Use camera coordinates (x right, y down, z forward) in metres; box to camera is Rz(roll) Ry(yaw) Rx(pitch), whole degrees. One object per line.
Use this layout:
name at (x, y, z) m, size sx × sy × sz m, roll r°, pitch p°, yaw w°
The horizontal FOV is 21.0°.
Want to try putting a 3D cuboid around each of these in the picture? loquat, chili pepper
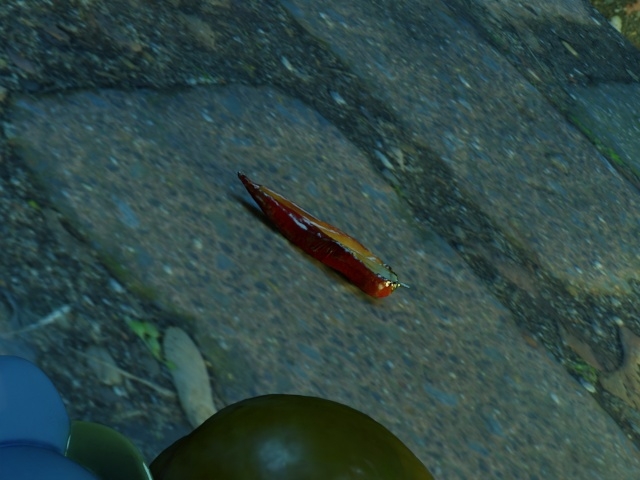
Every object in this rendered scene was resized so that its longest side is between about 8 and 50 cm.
loquat at (-0.005, 0.187, 0.878) m, size 0.179 × 0.179 × 0.227 m, roll 15°, pitch 37°, yaw -47°
chili pepper at (0.000, 0.000, 1.423) m, size 0.178 × 0.027 × 0.045 m, roll 35°, pitch 19°, yaw -15°

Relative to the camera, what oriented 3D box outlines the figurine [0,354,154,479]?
figurine at (-0.162, 0.148, 0.736) m, size 0.262 × 0.154 × 0.180 m, roll 15°, pitch 45°, yaw -54°
